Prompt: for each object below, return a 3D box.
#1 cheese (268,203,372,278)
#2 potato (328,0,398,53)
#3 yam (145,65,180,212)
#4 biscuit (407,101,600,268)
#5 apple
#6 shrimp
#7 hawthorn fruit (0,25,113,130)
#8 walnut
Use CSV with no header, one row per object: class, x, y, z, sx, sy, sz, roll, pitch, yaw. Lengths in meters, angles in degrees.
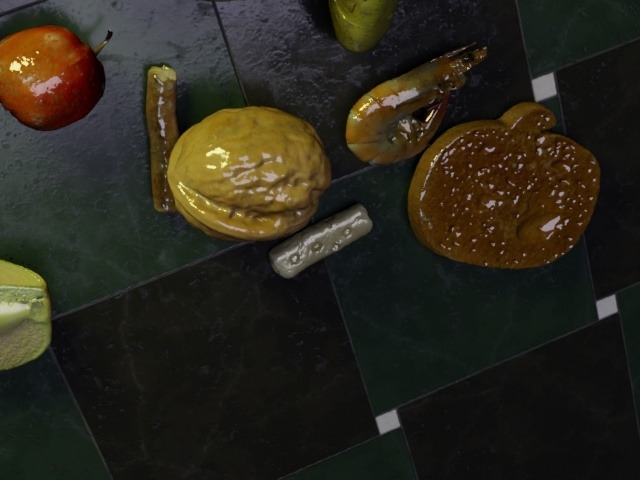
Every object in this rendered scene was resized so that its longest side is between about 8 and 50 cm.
cheese,0.000,0.000,1.815,0.194,0.043,0.065,-29,113,-3
potato,0.066,-0.384,1.594,0.113,0.149,0.251,5,155,-14
yam,-0.249,-0.158,1.658,0.057,0.057,0.241,-6,112,-16
biscuit,0.336,-0.100,1.874,0.367,0.063,0.314,7,107,-21
apple,-0.560,0.115,1.637,0.265,0.120,0.193,5,123,-17
shrimp,0.173,-0.226,1.765,0.287,0.063,0.152,-30,120,-1
hawthorn fruit,-0.384,-0.250,1.519,0.194,0.157,0.157,-32,118,-7
walnut,-0.117,-0.106,1.631,0.257,0.257,0.224,4,145,-20
